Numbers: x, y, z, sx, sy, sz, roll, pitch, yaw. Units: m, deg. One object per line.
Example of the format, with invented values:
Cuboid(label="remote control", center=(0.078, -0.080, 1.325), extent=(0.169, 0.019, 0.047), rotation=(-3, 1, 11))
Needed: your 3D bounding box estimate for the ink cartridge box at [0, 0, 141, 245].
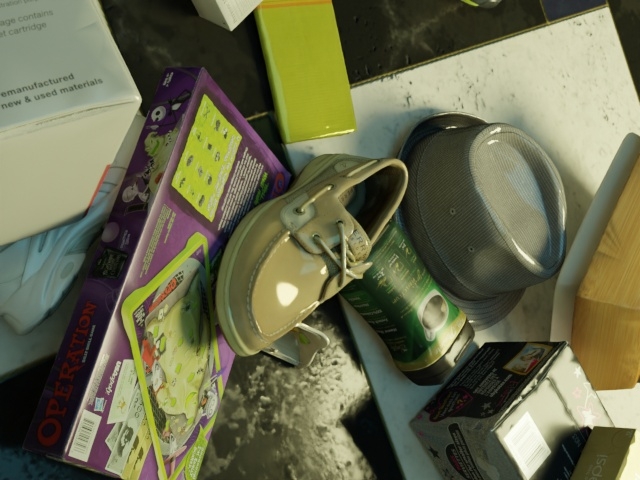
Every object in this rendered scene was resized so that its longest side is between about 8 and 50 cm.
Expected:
Cuboid(label="ink cartridge box", center=(-0.269, -0.167, 0.658), extent=(0.131, 0.226, 0.306), rotation=(-24, 81, -29))

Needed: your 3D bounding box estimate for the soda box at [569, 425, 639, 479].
Cuboid(label="soda box", center=(0.294, 0.287, 0.951), extent=(0.058, 0.061, 0.181), rotation=(44, 63, -20))

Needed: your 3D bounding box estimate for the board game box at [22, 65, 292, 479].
Cuboid(label="board game box", center=(-0.129, 0.045, 0.815), extent=(0.208, 0.056, 0.347), rotation=(46, 55, -54))

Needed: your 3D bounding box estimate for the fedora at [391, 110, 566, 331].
Cuboid(label="fedora", center=(0.209, -0.031, 1.075), extent=(0.243, 0.124, 0.275), rotation=(-26, 98, -34))

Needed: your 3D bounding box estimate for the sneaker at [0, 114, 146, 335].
Cuboid(label="sneaker", center=(-0.234, -0.039, 0.792), extent=(0.115, 0.090, 0.232), rotation=(37, 60, -16))

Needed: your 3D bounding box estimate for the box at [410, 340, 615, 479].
Cuboid(label="box", center=(0.247, 0.262, 1.047), extent=(0.163, 0.142, 0.247), rotation=(-40, 105, -31))

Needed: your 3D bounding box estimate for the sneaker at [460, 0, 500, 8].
Cuboid(label="sneaker", center=(0.188, -0.440, 1.124), extent=(0.111, 0.121, 0.300), rotation=(-11, 89, -35))

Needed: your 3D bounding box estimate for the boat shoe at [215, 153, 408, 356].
Cuboid(label="boat shoe", center=(0.000, 0.000, 0.889), extent=(0.302, 0.098, 0.109), rotation=(-51, 129, -48))

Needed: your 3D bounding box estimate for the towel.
Cuboid(label="towel", center=(-0.027, -0.229, 1.007), extent=(0.102, 0.021, 0.237), rotation=(-13, 91, -30))

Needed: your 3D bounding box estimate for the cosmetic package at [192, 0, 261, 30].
Cuboid(label="cosmetic package", center=(-0.115, -0.324, 0.853), extent=(0.099, 0.060, 0.239), rotation=(-49, 144, -16))

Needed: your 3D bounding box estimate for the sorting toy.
Cuboid(label="sorting toy", center=(-0.030, 0.096, 0.918), extent=(0.083, 0.075, 0.045), rotation=(28, 68, -29))

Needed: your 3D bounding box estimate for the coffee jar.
Cuboid(label="coffee jar", center=(0.092, 0.072, 1.005), extent=(0.184, 0.079, 0.096), rotation=(52, 56, -16))

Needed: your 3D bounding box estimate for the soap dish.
Cuboid(label="soap dish", center=(0.393, 0.030, 1.141), extent=(0.291, 0.118, 0.229), rotation=(-57, 152, -28))
